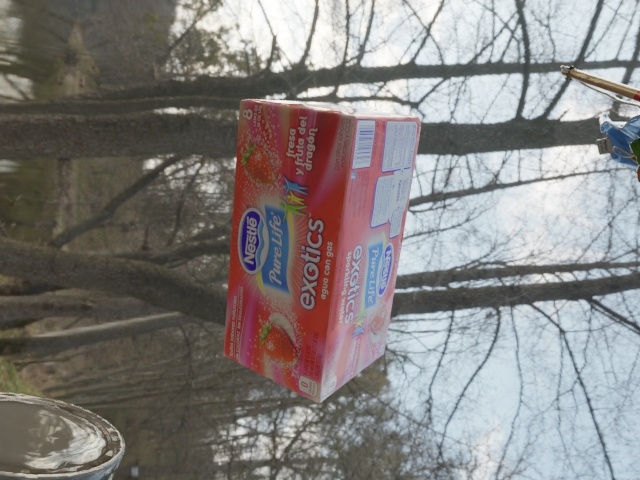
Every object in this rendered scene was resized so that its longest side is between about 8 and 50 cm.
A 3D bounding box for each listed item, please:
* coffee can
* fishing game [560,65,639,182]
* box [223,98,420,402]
[{"bbox_3d":[-0.343,0.322,0.533,0.202,0.202,0.275,10,-99,66],"label":"coffee can"},{"bbox_3d":[0.293,-0.036,0.434,0.041,0.264,0.189,-45,-153,15],"label":"fishing game"},{"bbox_3d":[0.000,0.000,0.596,0.142,0.154,0.299,17,-70,31],"label":"box"}]
